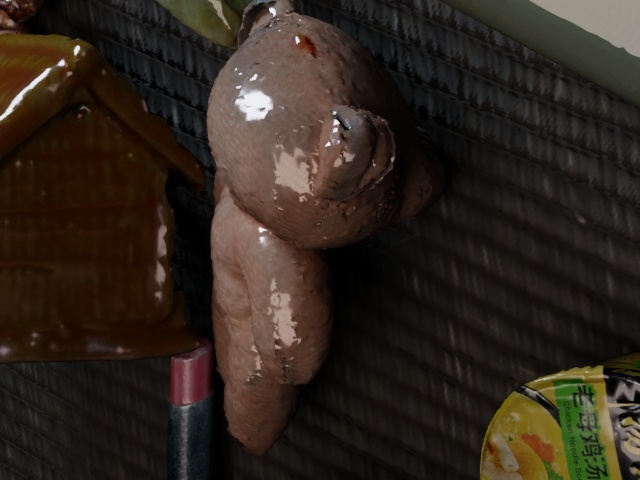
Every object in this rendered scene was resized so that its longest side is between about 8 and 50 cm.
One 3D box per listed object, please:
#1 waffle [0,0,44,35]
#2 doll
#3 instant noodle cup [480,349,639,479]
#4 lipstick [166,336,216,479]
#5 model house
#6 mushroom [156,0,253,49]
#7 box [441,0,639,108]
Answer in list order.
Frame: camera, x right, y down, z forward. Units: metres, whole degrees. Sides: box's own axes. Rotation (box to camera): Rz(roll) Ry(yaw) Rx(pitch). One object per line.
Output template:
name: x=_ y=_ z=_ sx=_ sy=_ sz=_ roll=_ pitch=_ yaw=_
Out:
waffle: x=-0.299 y=-0.196 z=1.322 sx=0.221 sy=0.055 sz=0.234 roll=-41 pitch=78 yaw=32
doll: x=0.000 y=0.000 z=1.164 sx=0.201 sy=0.156 sz=0.303 roll=-115 pitch=25 yaw=-47
instant noodle cup: x=0.188 y=0.136 z=1.083 sx=0.151 sy=0.122 sz=0.151 roll=6 pitch=102 yaw=29
lipstick: x=-0.090 y=0.183 z=1.288 sx=0.053 sy=0.053 sz=0.234 roll=11 pitch=106 yaw=27
model house: x=-0.205 y=-0.030 z=1.243 sx=0.199 sy=0.219 sz=0.229 roll=19 pitch=107 yaw=62
mushroom: x=-0.150 y=-0.266 z=1.206 sx=0.333 sy=0.087 sz=0.107 roll=42 pitch=122 yaw=11
box: x=0.255 y=-0.222 z=0.939 sx=0.344 sy=0.177 sz=0.352 roll=32 pitch=114 yaw=16
